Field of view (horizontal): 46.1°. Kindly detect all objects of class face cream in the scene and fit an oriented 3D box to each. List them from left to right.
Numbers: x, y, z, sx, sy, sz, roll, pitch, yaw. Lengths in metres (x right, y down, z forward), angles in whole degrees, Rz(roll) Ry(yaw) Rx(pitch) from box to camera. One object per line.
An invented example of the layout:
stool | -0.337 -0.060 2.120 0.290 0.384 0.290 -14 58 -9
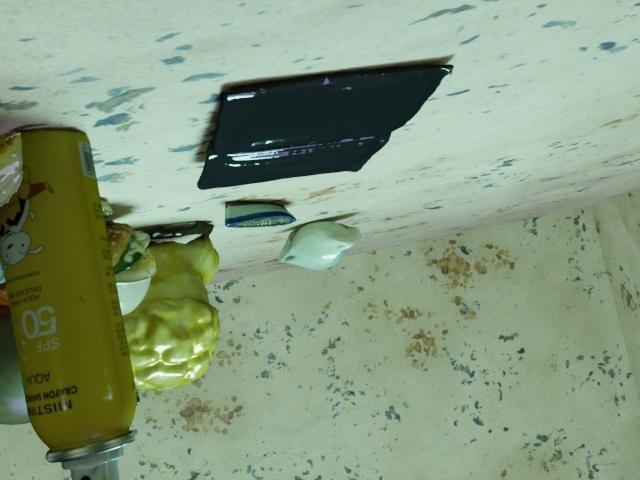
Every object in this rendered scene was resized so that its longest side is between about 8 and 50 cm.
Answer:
face cream | -0.250 0.072 0.744 0.105 0.349 0.105 -12 175 -1

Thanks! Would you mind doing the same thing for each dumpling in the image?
dumpling | 0.000 0.000 1.914 0.228 0.124 0.151 -8 -148 19

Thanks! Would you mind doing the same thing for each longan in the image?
longan | -0.598 0.245 1.454 0.248 0.248 0.248 -12 175 -1

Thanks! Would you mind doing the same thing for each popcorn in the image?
popcorn | -0.327 0.121 1.491 0.349 0.382 0.349 30 175 3

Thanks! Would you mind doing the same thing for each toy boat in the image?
toy boat | -0.120 -0.047 1.424 0.080 0.046 0.229 -14 174 26

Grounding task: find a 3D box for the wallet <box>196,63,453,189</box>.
wallet | -0.013 -0.124 0.887 0.247 0.041 0.323 -11 171 -16

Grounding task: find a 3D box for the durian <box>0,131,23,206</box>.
durian | -0.345 -0.051 0.691 0.224 0.078 0.140 -29 127 19

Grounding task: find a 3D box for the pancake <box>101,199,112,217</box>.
pancake | -0.374 -0.035 1.099 0.139 0.022 0.139 -13 175 -1

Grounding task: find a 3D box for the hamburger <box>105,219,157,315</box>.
hamburger | -0.377 0.044 1.192 0.236 0.147 0.237 2 -166 0

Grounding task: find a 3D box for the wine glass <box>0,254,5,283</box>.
wine glass | -0.525 0.029 1.138 0.079 0.079 0.195 -11 173 -8

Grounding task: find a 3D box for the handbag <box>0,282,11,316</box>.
handbag | -0.762 0.120 1.417 0.303 0.116 0.410 -19 172 34
